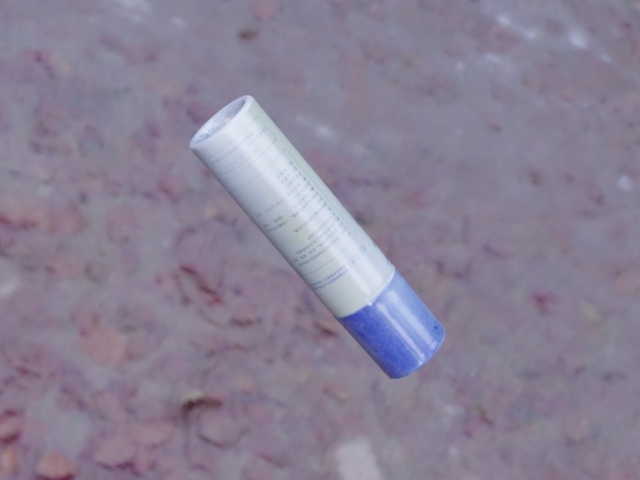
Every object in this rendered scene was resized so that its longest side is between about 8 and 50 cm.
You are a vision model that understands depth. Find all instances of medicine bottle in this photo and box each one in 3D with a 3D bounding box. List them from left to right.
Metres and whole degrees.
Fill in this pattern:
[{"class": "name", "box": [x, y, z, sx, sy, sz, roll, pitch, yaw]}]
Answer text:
[{"class": "medicine bottle", "box": [0.000, 0.000, 1.263, 0.231, 0.059, 0.059, 50, 39, -17]}]
